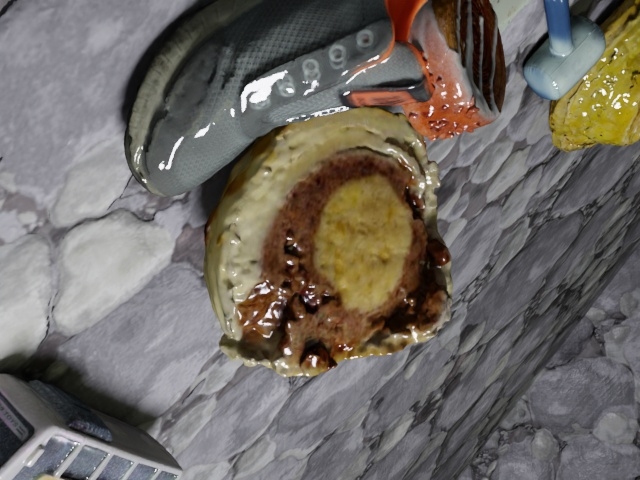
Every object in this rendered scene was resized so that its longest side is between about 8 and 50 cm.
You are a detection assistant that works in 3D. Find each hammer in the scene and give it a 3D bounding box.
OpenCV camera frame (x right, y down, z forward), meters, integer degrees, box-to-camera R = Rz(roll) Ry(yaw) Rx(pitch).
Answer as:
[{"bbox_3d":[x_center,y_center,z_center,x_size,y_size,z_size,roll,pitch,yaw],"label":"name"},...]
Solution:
[{"bbox_3d":[0.301,-0.264,1.176,0.116,0.069,0.194,-46,151,-5],"label":"hammer"}]

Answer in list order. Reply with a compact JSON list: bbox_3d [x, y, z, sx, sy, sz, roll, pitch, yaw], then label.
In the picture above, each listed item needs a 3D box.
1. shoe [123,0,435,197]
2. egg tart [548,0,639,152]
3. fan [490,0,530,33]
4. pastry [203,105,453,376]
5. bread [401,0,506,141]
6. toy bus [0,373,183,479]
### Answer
[{"bbox_3d":[0.006,-0.139,0.730,0.336,0.171,0.132,-49,156,-2],"label":"shoe"},{"bbox_3d":[0.465,-0.238,1.411,0.294,0.123,0.294,-37,151,-24],"label":"egg tart"},{"bbox_3d":[0.170,-0.328,0.919,0.233,0.012,0.414,-61,154,11],"label":"fan"},{"bbox_3d":[-0.007,-0.005,0.907,0.255,0.170,0.237,-12,97,-29],"label":"pastry"},{"bbox_3d":[0.121,-0.176,0.887,0.160,0.073,0.161,25,61,-59],"label":"bread"},{"bbox_3d":[-0.252,0.231,0.924,0.138,0.097,0.342,-48,156,-8],"label":"toy bus"}]
